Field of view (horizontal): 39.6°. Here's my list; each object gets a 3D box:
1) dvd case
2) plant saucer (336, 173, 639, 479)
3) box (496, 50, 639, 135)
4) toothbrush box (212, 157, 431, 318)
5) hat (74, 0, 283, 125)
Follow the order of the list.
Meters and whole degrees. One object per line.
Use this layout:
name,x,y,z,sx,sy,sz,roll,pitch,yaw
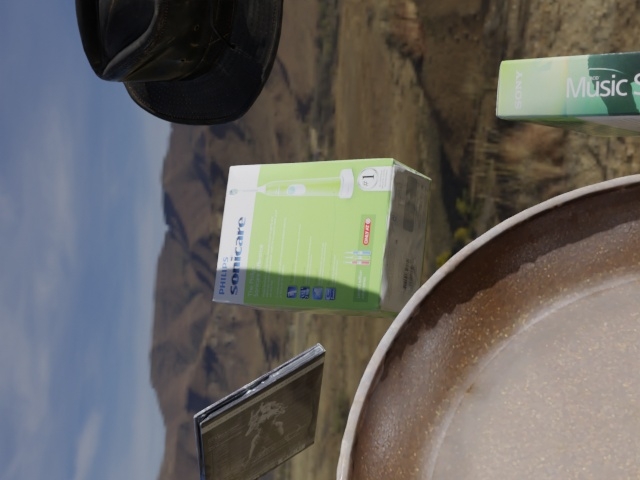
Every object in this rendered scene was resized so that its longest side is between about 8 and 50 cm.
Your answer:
dvd case,-0.071,0.223,1.044,0.018,0.165,0.221,48,151,29
plant saucer,0.161,0.100,0.310,0.050,0.311,0.310,78,-171,-50
box,0.347,-0.123,0.755,0.232,0.322,0.058,-2,-86,-50
toothbrush box,0.000,0.000,1.271,0.122,0.283,0.206,19,-106,-56
hat,-0.198,-0.261,1.026,0.134,0.331,0.331,-40,-34,-46
